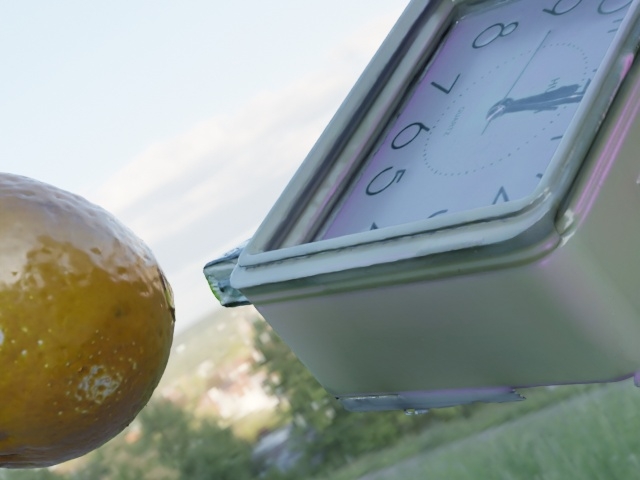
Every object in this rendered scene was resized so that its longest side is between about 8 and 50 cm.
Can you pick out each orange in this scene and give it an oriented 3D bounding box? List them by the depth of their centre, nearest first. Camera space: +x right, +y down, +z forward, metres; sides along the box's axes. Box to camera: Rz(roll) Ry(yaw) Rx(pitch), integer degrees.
[{"bbox_3d":[-0.169,0.044,0.678,0.155,0.177,0.177,-59,4,-10],"label":"orange"}]

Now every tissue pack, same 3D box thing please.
[{"bbox_3d":[0.000,0.000,1.443,0.173,0.073,0.235,-15,11,37],"label":"tissue pack"}]

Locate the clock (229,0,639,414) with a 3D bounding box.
[{"bbox_3d":[0.074,-0.037,0.435,0.147,0.071,0.192,-11,38,48],"label":"clock"}]
